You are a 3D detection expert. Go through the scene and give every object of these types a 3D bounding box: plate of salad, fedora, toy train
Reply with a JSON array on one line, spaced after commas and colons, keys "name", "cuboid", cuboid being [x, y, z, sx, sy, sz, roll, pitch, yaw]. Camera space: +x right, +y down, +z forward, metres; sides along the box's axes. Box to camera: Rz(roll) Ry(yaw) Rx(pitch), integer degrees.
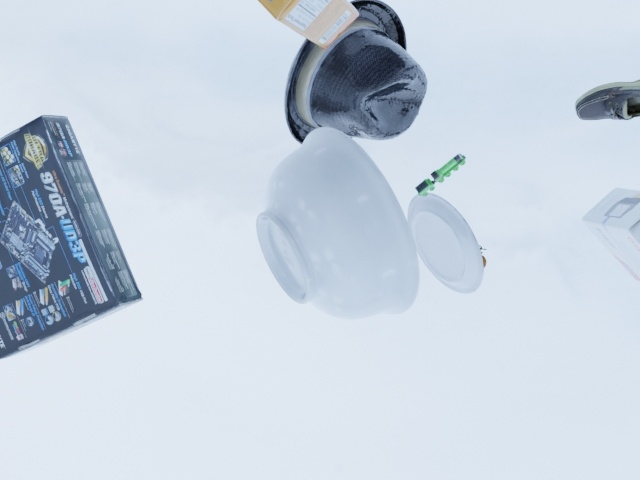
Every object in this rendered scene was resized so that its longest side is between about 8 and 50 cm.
[{"name": "plate of salad", "cuboid": [0.227, 0.002, 1.388, 0.048, 0.200, 0.200, -28, 115, -22]}, {"name": "fedora", "cuboid": [0.092, -0.284, 1.454, 0.152, 0.334, 0.334, 34, 125, 30]}, {"name": "toy train", "cuboid": [0.165, -0.091, 1.074, 0.083, 0.023, 0.017, -41, 64, 13]}]

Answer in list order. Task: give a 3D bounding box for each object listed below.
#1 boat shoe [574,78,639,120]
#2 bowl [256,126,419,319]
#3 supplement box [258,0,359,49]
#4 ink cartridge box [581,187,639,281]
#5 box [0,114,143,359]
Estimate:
[{"name": "boat shoe", "cuboid": [0.458, -0.207, 1.172, 0.152, 0.049, 0.056, -12, 135, 35]}, {"name": "bowl", "cuboid": [0.000, 0.000, 1.108, 0.134, 0.298, 0.298, -27, 116, -21]}, {"name": "supplement box", "cuboid": [-0.022, -0.320, 1.026, 0.080, 0.233, 0.078, -44, 82, 12]}, {"name": "ink cartridge box", "cuboid": [0.774, 0.001, 1.821, 0.131, 0.306, 0.226, -42, 96, 3]}, {"name": "box", "cuboid": [-0.315, -0.001, 0.852, 0.175, 0.051, 0.220, -24, 88, 19]}]
